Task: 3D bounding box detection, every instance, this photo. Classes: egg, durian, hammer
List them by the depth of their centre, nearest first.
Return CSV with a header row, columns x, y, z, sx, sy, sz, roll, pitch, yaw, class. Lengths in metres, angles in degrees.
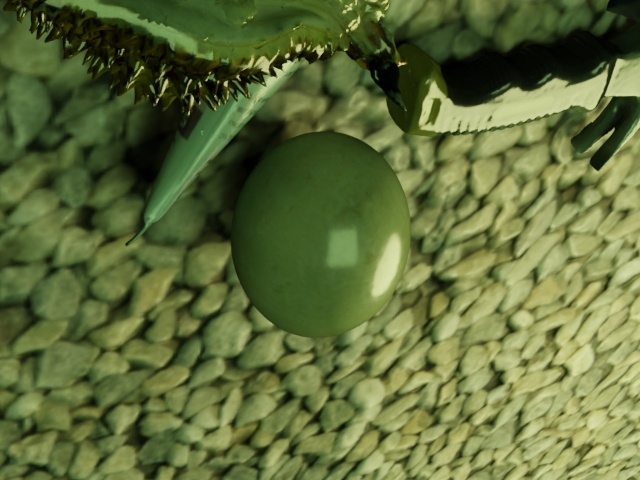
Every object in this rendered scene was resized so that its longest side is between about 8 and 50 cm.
x,y,z,sx,sy,sz,roll,pitch,yaw,class
-0.048,-0.153,0.470,0.193,0.138,0.237,-44,137,8,durian
0.000,0.000,0.676,0.114,0.114,0.152,-18,140,-19,egg
0.149,-0.109,0.727,0.226,0.041,0.159,-13,135,-25,hammer

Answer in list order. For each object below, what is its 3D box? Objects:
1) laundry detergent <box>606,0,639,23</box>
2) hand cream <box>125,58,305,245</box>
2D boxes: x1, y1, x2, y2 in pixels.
x,y,z,sx,sy,sz,roll,pitch,yaw,class
0.229,-0.247,0.589,0.214,0.105,0.281,3,129,-33,laundry detergent
-0.009,-0.133,0.572,0.058,0.085,0.331,31,113,-5,hand cream
